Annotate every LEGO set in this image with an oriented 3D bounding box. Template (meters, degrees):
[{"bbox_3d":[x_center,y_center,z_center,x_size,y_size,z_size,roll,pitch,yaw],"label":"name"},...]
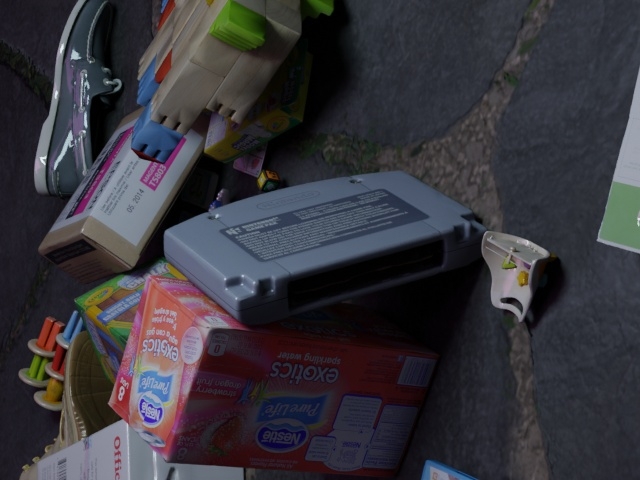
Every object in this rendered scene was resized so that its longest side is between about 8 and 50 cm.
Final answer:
[{"bbox_3d":[-0.134,-0.057,2.099,0.244,0.060,0.182,24,101,58],"label":"LEGO set"}]

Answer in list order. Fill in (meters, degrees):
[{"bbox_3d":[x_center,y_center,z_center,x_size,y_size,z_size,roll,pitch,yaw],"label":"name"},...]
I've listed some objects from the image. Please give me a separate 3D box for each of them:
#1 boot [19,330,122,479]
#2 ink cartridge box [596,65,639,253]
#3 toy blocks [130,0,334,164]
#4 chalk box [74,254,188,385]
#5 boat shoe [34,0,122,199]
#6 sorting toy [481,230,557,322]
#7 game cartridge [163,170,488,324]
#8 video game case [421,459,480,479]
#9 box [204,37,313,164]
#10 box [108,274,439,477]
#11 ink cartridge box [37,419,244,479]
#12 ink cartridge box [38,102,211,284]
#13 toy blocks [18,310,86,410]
[{"bbox_3d":[-0.348,0.275,2.286,0.203,0.095,0.262,-34,59,47],"label":"boot"},{"bbox_3d":[0.343,-0.095,1.440,0.171,0.056,0.235,20,100,55],"label":"ink cartridge box"},{"bbox_3d":[-0.132,-0.254,2.006,0.261,0.190,0.381,-52,24,32],"label":"toy blocks"},{"bbox_3d":[-0.213,0.113,2.060,0.213,0.132,0.132,28,143,53],"label":"chalk box"},{"bbox_3d":[-0.340,-0.213,2.430,0.099,0.116,0.319,9,79,12],"label":"boat shoe"},{"bbox_3d":[0.195,0.039,1.627,0.083,0.045,0.075,34,116,52],"label":"sorting toy"},{"bbox_3d":[0.000,0.000,1.704,0.198,0.297,0.062,30,129,56],"label":"game cartridge"},{"bbox_3d":[0.147,0.300,1.644,0.166,0.015,0.119,16,95,55],"label":"video game case"},{"bbox_3d":[-0.070,-0.174,2.031,0.179,0.043,0.105,-27,45,47],"label":"box"},{"bbox_3d":[-0.047,0.146,1.710,0.142,0.300,0.154,33,110,51],"label":"box"},{"bbox_3d":[-0.222,0.333,2.021,0.232,0.168,0.171,-28,60,48],"label":"ink cartridge box"},{"bbox_3d":[-0.252,-0.068,2.143,0.235,0.088,0.193,-60,17,-21],"label":"ink cartridge box"},{"bbox_3d":[-0.384,0.157,2.399,0.123,0.054,0.148,43,116,50],"label":"toy blocks"}]
